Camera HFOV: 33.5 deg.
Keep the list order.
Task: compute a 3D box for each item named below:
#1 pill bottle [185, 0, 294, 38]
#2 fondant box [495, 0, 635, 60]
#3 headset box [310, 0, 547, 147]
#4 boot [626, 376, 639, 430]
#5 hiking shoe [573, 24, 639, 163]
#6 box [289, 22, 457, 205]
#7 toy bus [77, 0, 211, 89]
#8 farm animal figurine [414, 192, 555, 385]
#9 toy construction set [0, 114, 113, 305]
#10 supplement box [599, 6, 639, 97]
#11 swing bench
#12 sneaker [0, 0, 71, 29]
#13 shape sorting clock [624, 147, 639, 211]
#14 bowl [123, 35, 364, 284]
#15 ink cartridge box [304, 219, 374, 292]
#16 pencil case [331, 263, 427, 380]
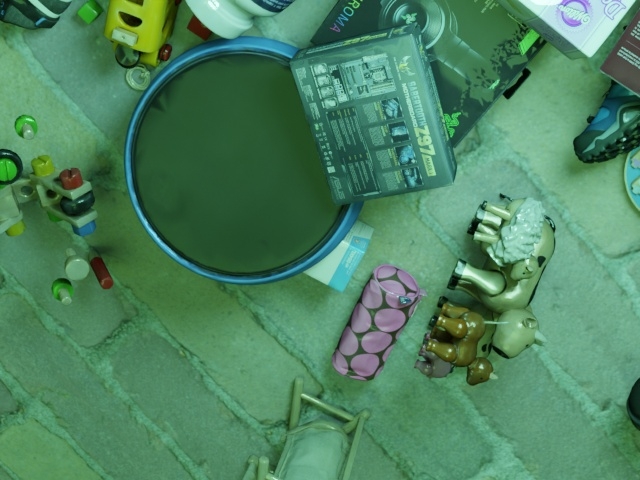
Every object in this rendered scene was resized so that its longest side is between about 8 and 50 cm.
[{"bbox_3d":[-0.068,-0.413,1.506,0.264,0.153,0.153,-35,105,27],"label":"pill bottle"},{"bbox_3d":[0.342,-0.432,1.350,0.238,0.096,0.330,36,95,-7],"label":"fondant box"},{"bbox_3d":[0.175,-0.308,1.516,0.283,0.131,0.246,36,121,-8],"label":"headset box"},{"bbox_3d":[0.586,0.067,1.583,0.367,0.146,0.445,-20,121,14],"label":"boot"},{"bbox_3d":[0.462,-0.238,1.504,0.304,0.113,0.132,-47,64,25],"label":"hiking shoe"},{"bbox_3d":[0.078,-0.174,1.506,0.183,0.059,0.233,-10,116,21],"label":"box"},{"bbox_3d":[-0.282,-0.333,1.634,0.191,0.104,0.202,-22,111,24],"label":"toy bus"},{"bbox_3d":[0.281,0.095,1.667,0.172,0.330,0.327,21,93,5],"label":"farm animal figurine"},{"bbox_3d":[-0.499,-0.048,1.826,0.257,0.237,0.309,-43,122,0],"label":"toy construction set"},{"bbox_3d":[0.484,-0.286,1.365,0.130,0.073,0.239,39,114,16],"label":"supplement box"},{"bbox_3d":[-0.051,0.431,1.909,0.165,0.253,0.255,27,122,-1],"label":"swing bench"},{"bbox_3d":[-0.498,-0.412,1.659,0.217,0.079,0.121,39,119,-10],"label":"sneaker"},{"bbox_3d":[0.559,-0.104,1.584,0.206,0.040,0.206,6,120,11],"label":"shape sorting clock"},{"bbox_3d":[-0.117,-0.120,1.647,0.391,0.077,0.391,1,98,4],"label":"bowl"},{"bbox_3d":[0.000,0.000,1.752,0.143,0.092,0.090,28,120,-2],"label":"ink cartridge box"},{"bbox_3d":[0.098,0.146,1.813,0.098,0.095,0.209,17,124,-13],"label":"pencil case"}]
